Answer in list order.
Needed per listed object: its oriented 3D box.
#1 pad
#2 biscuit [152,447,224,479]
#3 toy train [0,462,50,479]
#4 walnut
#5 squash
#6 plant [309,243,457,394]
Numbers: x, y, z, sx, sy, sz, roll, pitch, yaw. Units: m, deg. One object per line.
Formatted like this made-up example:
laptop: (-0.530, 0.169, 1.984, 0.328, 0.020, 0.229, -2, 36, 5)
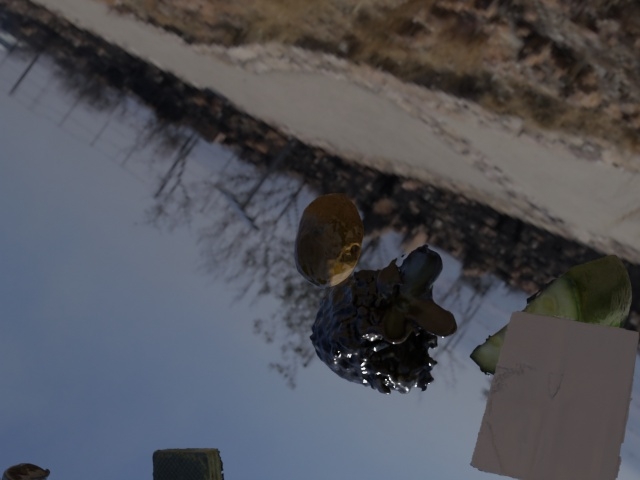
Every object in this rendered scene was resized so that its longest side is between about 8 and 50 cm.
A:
pad: (0.270, 0.177, 1.167, 0.156, 0.232, 0.004, 9, 140, 18)
biscuit: (-0.239, 0.507, 1.888, 0.150, 0.252, 0.052, -6, 178, 36)
toy train: (-0.482, 0.482, 1.489, 0.173, 0.307, 0.249, 18, -171, 8)
walnut: (0.000, 0.000, 1.250, 0.091, 0.121, 0.052, 15, -172, 36)
squash: (0.365, 0.128, 1.512, 0.111, 0.203, 0.289, 51, -158, 17)
plant: (0.102, 0.138, 1.620, 0.178, 0.204, 0.234, 36, 154, -23)
